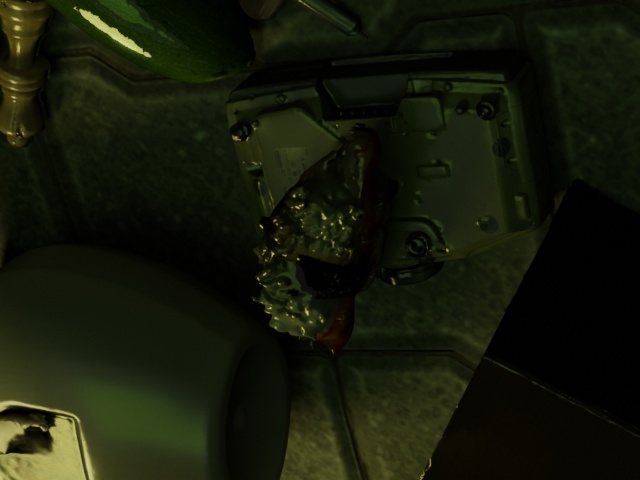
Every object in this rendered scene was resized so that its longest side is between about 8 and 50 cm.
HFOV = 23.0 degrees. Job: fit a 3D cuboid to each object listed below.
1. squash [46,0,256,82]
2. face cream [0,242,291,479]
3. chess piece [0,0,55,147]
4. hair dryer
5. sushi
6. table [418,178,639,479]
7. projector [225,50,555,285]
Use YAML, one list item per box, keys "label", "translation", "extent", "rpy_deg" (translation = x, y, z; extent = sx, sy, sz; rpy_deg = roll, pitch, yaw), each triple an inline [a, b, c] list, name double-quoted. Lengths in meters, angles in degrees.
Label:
- label: "squash"
  translation: [-0.222, -0.265, 1.344]
  extent: [0.395, 0.107, 0.107]
  rpy_deg: [42, 127, -6]
- label: "face cream"
  translation: [-0.220, 0.146, 1.521]
  extent: [0.357, 0.219, 0.313]
  rpy_deg: [9, 126, 23]
- label: "chess piece"
  translation: [-0.278, -0.162, 1.465]
  extent: [0.060, 0.060, 0.172]
  rpy_deg: [19, 128, 13]
- label: "hair dryer"
  translation: [-0.008, -0.198, 1.336]
  extent: [0.114, 0.037, 0.063]
  rpy_deg: [32, 129, -6]
- label: "sushi"
  translation: [-0.003, 0.001, 1.302]
  extent: [0.097, 0.103, 0.226]
  rpy_deg: [33, 125, 24]
- label: "table"
  translation: [0.212, 0.146, 1.289]
  extent: [0.196, 0.282, 0.251]
  rpy_deg: [27, 126, 8]
- label: "projector"
  translation: [0.059, -0.058, 1.355]
  extent: [0.269, 0.088, 0.194]
  rpy_deg: [-2, 116, 25]
